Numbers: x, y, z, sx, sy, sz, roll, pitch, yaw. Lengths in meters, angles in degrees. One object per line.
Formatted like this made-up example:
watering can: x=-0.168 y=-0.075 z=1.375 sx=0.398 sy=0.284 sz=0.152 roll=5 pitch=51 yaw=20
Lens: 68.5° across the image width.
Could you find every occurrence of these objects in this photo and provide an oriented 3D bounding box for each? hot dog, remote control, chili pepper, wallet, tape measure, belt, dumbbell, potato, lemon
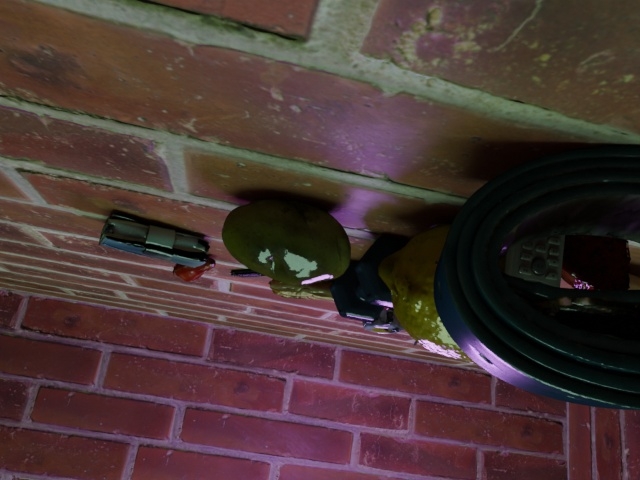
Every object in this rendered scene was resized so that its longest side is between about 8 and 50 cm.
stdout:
hot dog: x=-0.026 y=0.141 z=1.399 sx=0.269 sy=0.072 sz=0.109 roll=3 pitch=170 yaw=9
remote control: x=0.322 y=0.029 z=0.707 sx=0.087 sy=0.190 sz=0.029 roll=12 pitch=171 yaw=-11
chili pepper: x=-0.361 y=0.079 z=1.399 sx=0.088 sy=0.065 sz=0.168 roll=22 pitch=154 yaw=-37
wallet: x=-0.417 y=0.010 z=1.185 sx=0.250 sy=0.075 sz=0.176 roll=17 pitch=164 yaw=-26
tape measure: x=0.280 y=0.330 z=1.811 sx=0.163 sy=0.084 sz=0.330 roll=0 pitch=159 yaw=32
belt: x=0.364 y=0.048 z=0.572 sx=0.436 sy=0.301 sz=0.173 roll=3 pitch=163 yaw=6
dumbbell: x=0.127 y=0.098 z=1.087 sx=0.156 sy=0.144 sz=0.316 roll=12 pitch=162 yaw=-9
potato: x=-0.063 y=-0.001 z=0.889 sx=0.248 sy=0.143 sz=0.169 roll=12 pitch=124 yaw=4
lemon: x=0.257 y=0.089 z=0.831 sx=0.319 sy=0.245 sz=0.245 roll=13 pitch=162 yaw=5

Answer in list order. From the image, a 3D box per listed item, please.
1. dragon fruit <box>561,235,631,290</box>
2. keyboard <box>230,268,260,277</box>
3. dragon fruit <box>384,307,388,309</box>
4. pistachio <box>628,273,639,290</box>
dragon fruit: x=0.430 y=0.042 z=0.770 sx=0.120 sy=0.161 sz=0.127 roll=-1 pitch=149 yaw=23
keyboard: x=-0.198 y=0.102 z=1.457 sx=0.195 sy=0.018 sz=0.060 roll=-7 pitch=159 yaw=41
dragon fruit: x=0.136 y=0.140 z=1.306 sx=0.190 sy=0.094 sz=0.094 roll=16 pitch=161 yaw=-7
pistachio: x=0.610 y=0.124 z=0.979 sx=0.145 sy=0.117 sz=0.200 roll=-14 pitch=153 yaw=39
